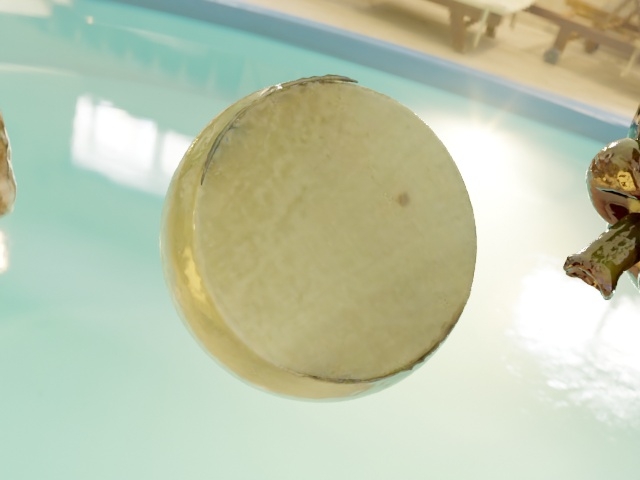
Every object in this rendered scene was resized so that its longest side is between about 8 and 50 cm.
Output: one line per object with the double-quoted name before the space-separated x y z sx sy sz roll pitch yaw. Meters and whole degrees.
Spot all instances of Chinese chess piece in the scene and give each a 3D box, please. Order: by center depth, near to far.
"Chinese chess piece" 0.000 0.000 0.561 0.188 0.188 0.083 4 -11 -22

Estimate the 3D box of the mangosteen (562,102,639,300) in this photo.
"mangosteen" 0.280 -0.028 0.666 0.250 0.211 0.211 -21 38 -8

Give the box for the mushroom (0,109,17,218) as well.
"mushroom" -0.127 -0.053 0.344 0.019 0.101 0.049 -16 28 -20
